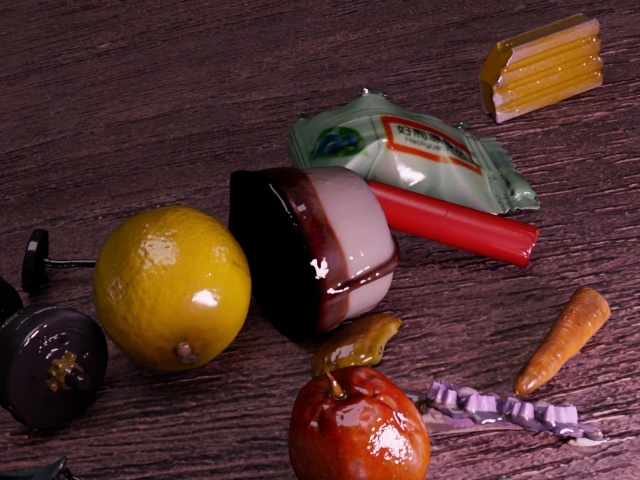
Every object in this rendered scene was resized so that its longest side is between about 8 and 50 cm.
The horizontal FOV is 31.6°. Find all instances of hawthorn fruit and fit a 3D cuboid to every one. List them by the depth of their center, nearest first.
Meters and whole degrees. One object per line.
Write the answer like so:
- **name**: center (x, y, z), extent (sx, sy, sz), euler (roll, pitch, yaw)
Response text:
- **hawthorn fruit**: center (0.042, 0.235, 1.419), extent (0.179, 0.200, 0.179), euler (-12, 29, 7)

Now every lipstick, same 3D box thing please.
- **lipstick**: center (0.201, -0.027, 1.783), extent (0.280, 0.073, 0.073), euler (17, 41, 9)

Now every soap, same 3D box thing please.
- **soap**: center (0.416, -0.327, 2.142), extent (0.232, 0.140, 0.073), euler (-21, 32, -10)

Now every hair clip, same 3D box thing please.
- **hair clip**: center (0.228, 0.230, 1.474), extent (0.292, 0.084, 0.106), euler (3, -6, 19)
- **hair clip**: center (-0.435, 0.332, 1.584), extent (0.230, 0.070, 0.039), euler (-5, 38, 25)

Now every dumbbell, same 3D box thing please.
- **dumbbell**: center (-0.481, 0.156, 1.727), extent (0.388, 0.185, 0.185), euler (18, 46, 38)

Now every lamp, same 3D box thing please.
- **lamp**: center (-0.341, 0.012, 1.947), extent (0.371, 0.108, 0.130), euler (-7, 34, 10)

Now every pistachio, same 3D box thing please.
- **pistachio**: center (0.056, 0.149, 1.669), extent (0.173, 0.049, 0.089), euler (-36, 40, -29)

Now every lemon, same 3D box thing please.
- **lemon**: center (-0.217, 0.086, 1.697), extent (0.240, 0.240, 0.219), euler (-17, 53, -5)

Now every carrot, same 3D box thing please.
- **carrot**: center (0.326, 0.149, 1.567), extent (0.061, 0.061, 0.210), euler (18, 46, 37)

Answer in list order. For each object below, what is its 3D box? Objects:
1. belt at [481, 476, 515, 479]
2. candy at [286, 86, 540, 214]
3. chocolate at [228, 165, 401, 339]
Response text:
- **belt**: center (0.166, 0.377, 1.224), extent (0.258, 0.150, 0.207), euler (-26, 26, -18)
- **candy**: center (0.157, -0.124, 1.962), extent (0.398, 0.172, 0.263), euler (2, 44, -12)
- **chocolate**: center (0.000, 0.000, 1.722), extent (0.186, 0.283, 0.283), euler (-23, 35, -27)
